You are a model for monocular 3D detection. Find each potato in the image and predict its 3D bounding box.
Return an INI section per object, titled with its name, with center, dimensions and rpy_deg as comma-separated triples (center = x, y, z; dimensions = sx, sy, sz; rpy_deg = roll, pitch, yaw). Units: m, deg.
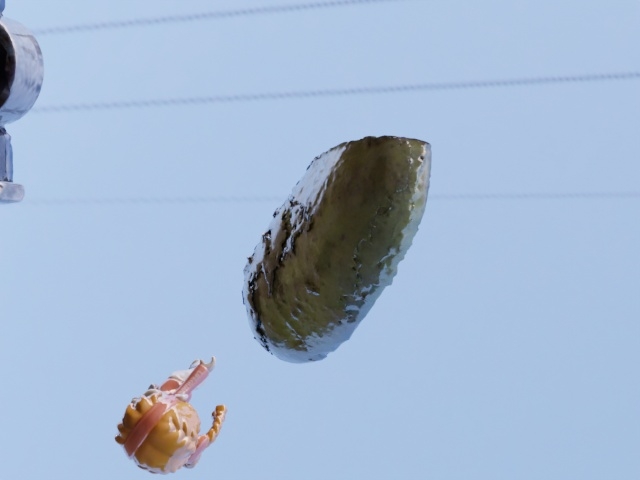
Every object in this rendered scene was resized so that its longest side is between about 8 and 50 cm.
[potato]
center = 0.000, 0.000, 1.125
dimensions = 0.198, 0.054, 0.119
rpy_deg = -40, -136, 55

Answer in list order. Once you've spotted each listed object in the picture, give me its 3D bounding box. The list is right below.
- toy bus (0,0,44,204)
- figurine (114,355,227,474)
[toy bus]
center = -0.234, -0.152, 0.834
dimensions = 0.175, 0.138, 0.288
rpy_deg = -5, -94, 31
[figurine]
center = -0.073, 0.088, 0.961
dimensions = 0.047, 0.109, 0.064
rpy_deg = 34, -75, -1
